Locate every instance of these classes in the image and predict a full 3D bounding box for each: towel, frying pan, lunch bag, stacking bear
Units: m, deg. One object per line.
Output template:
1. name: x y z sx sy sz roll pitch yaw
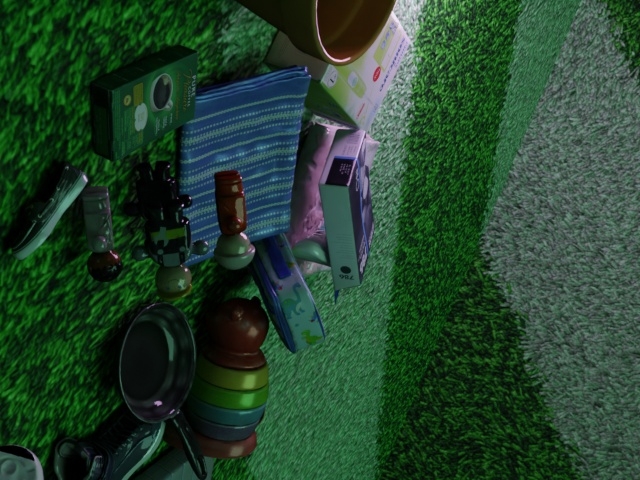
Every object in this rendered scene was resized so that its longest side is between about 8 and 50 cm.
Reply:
1. towel: 0.007 -0.075 1.995 0.317 0.053 0.331 -4 115 -65
2. frying pan: -0.250 0.242 1.614 0.326 0.053 0.197 61 41 -42
3. lunch bag: -0.070 0.083 1.762 0.090 0.219 0.176 -21 135 -6
4. stacking bear: -0.171 0.244 1.781 0.175 0.164 0.289 -18 123 -62
5. towel: -0.129 -0.119 1.574 0.243 0.040 0.336 -21 135 -36

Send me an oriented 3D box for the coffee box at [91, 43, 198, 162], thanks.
1. coffee box: -0.243 -0.195 1.330 0.184 0.040 0.113 -40 146 -46

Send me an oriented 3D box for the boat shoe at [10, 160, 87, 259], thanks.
1. boat shoe: -0.358 -0.040 1.226 0.040 0.049 0.142 45 68 -31

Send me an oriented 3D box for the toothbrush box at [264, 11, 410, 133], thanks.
1. toothbrush box: 0.038 -0.342 1.717 0.206 0.122 0.283 -64 159 -4

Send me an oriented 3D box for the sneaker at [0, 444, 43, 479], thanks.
1. sneaker: -0.477 0.462 1.375 0.236 0.130 0.322 102 4 -72

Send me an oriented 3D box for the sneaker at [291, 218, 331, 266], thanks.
1. sneaker: 0.000 0.000 1.905 0.212 0.080 0.094 22 84 -75

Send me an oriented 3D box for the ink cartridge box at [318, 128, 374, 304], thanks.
1. ink cartridge box: 0.057 -0.038 1.850 0.332 0.065 0.165 82 18 -46

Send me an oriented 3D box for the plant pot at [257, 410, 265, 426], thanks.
1. plant pot: -0.152 0.366 2.043 0.083 0.083 0.079 -64 170 -7

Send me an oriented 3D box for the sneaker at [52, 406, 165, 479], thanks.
1. sneaker: -0.343 0.328 1.554 0.226 0.086 0.163 -58 158 -21

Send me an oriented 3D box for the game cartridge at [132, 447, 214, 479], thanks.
1. game cartridge: -0.311 0.569 1.898 0.230 0.068 0.355 -36 143 -58

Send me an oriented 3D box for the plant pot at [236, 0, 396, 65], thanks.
1. plant pot: -0.016 -0.427 1.402 0.291 0.204 0.290 -48 151 -37

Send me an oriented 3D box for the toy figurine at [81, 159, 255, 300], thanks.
1. toy figurine: -0.218 -0.012 1.338 0.209 0.213 0.148 -35 128 -53
